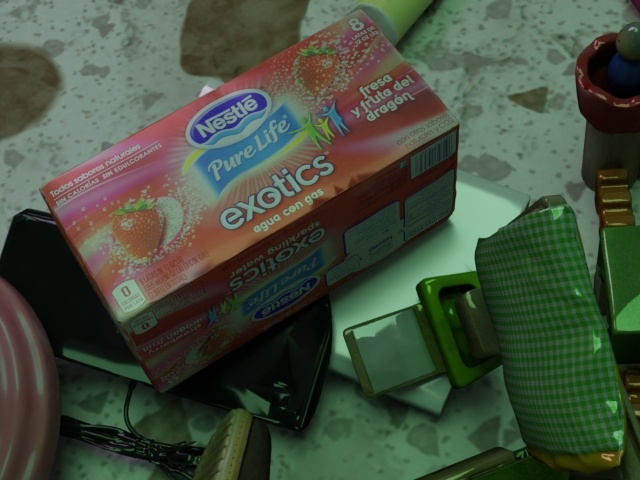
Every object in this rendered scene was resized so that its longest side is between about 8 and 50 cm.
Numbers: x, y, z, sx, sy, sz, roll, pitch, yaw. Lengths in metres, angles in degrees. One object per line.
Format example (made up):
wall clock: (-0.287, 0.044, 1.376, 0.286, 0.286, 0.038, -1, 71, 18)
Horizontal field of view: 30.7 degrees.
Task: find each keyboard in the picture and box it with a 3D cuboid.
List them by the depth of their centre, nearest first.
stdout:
keyboard: (-0.154, 0.102, 1.017, 0.317, 0.033, 0.201, 16, 83, 14)

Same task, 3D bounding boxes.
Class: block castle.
block castle: (0.367, 0.027, 0.926, 0.303, 0.213, 0.453, -1, 55, 7)

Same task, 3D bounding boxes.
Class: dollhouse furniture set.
dollhouse furniture set: (0.100, 0.107, 0.825, 0.151, 0.301, 0.197, -19, 82, -7)

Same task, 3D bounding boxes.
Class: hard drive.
hard drive: (0.000, 0.000, 1.049, 0.319, 0.040, 0.210, 22, 77, 13)

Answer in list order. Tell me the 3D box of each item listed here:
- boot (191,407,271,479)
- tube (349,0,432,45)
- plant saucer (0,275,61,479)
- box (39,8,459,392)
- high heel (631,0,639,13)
boot: (-0.005, 0.262, 0.861, 0.207, 0.090, 0.248, 16, 65, -17)
tube: (0.117, -0.308, 1.289, 0.070, 0.062, 0.240, 45, 60, -12)
plant saucer: (-0.384, 0.155, 0.976, 0.332, 0.084, 0.332, -5, 70, 14)
box: (-0.048, -0.031, 0.944, 0.300, 0.154, 0.142, -31, 64, -10)
high heel: (0.417, -0.243, 1.161, 0.244, 0.117, 0.082, 37, 68, 28)
